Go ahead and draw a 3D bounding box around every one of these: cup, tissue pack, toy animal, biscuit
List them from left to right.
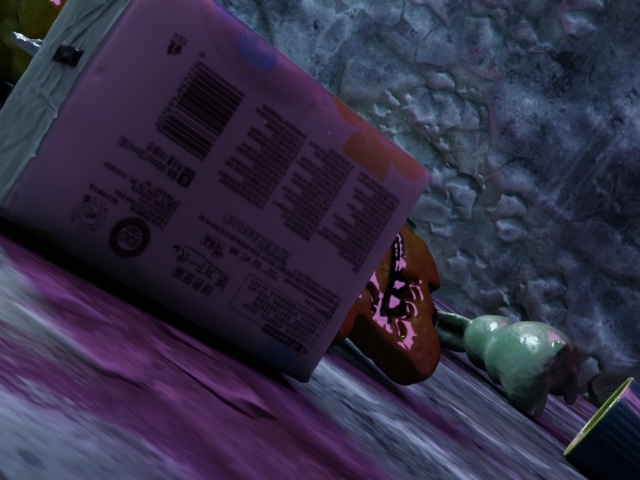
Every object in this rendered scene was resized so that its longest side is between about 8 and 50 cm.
[{"bbox_3d":[-0.078,-0.046,0.678,0.229,0.159,0.145,33,-4,-35],"label":"tissue pack"},{"bbox_3d":[-0.005,-0.001,0.983,0.301,0.043,0.278,12,46,-42],"label":"biscuit"},{"bbox_3d":[0.276,0.160,1.695,0.125,0.127,0.251,29,3,-43],"label":"toy animal"},{"bbox_3d":[0.401,0.277,1.412,0.155,0.131,0.176,41,-21,14],"label":"cup"}]

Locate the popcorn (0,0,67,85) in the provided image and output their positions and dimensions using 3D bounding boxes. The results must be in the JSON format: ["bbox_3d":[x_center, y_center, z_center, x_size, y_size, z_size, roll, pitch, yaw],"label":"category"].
[{"bbox_3d":[-0.249,-0.200,1.118,0.225,0.174,0.286,50,-13,-24],"label":"popcorn"}]

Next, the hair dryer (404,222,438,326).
[{"bbox_3d":[0.000,0.000,1.613,0.341,0.123,0.312,23,17,-17],"label":"hair dryer"}]

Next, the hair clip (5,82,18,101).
[{"bbox_3d":[-0.186,-0.085,0.998,0.214,0.062,0.056,39,24,-34],"label":"hair clip"}]
